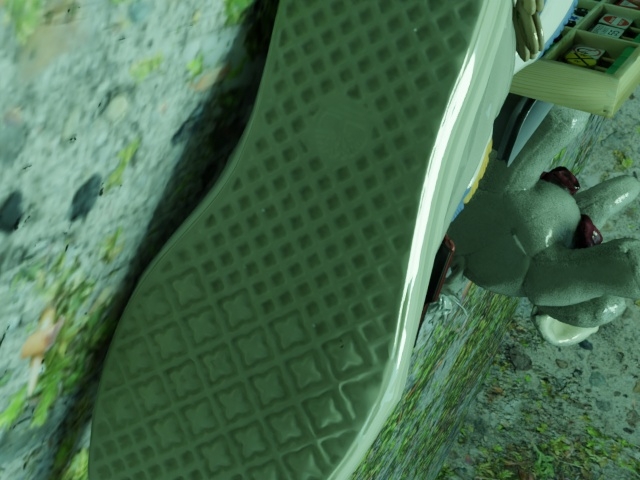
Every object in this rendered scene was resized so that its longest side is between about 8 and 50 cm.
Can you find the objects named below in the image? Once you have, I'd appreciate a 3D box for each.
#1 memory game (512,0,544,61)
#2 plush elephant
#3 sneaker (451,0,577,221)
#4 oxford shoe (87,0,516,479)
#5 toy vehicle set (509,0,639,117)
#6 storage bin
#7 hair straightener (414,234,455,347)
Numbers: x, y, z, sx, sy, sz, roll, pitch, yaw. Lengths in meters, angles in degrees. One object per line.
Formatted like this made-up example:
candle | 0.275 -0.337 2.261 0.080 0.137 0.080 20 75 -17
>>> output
memory game | 0.108 -0.201 0.672 0.186 0.012 0.186 -16 90 -85
plush elephant | 0.287 -0.013 1.334 0.330 0.272 0.255 -38 166 36
sneaker | 0.085 -0.131 0.824 0.296 0.112 0.131 -62 147 -6
oxford shoe | 0.000 0.000 0.633 0.449 0.169 0.130 -68 165 3
toy vehicle set | 0.228 -0.194 0.989 0.267 0.166 0.035 -43 144 -50
storage bin | 0.179 -0.155 1.045 0.135 0.091 0.098 -52 163 -34
hair straightener | 0.089 0.081 1.277 0.089 0.047 0.230 -18 146 -28
